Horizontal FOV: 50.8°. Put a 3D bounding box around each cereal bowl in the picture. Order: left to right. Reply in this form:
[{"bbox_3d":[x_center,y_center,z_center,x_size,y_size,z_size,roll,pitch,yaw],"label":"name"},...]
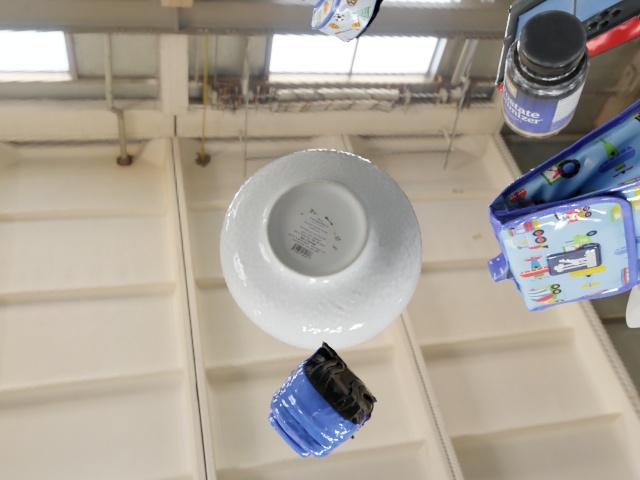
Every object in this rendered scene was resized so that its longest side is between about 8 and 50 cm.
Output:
[{"bbox_3d":[0.000,0.000,1.078,0.339,0.141,0.339,0,-107,2],"label":"cereal bowl"}]

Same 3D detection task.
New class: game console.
[{"bbox_3d":[0.515,-0.465,1.327,0.060,0.342,0.386,51,-140,-26],"label":"game console"}]

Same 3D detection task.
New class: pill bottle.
[{"bbox_3d":[0.352,-0.258,1.059,0.123,0.219,0.122,-3,-107,11],"label":"pill bottle"}]

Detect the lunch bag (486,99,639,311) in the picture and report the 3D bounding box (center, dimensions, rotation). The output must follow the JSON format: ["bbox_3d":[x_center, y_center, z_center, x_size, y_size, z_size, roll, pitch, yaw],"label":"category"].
[{"bbox_3d":[0.339,-0.028,0.820,0.293,0.221,0.138,-25,-129,12],"label":"lunch bag"}]

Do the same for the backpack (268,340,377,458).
[{"bbox_3d":[-0.001,0.182,0.724,0.098,0.120,0.101,41,-82,7],"label":"backpack"}]

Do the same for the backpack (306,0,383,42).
[{"bbox_3d":[0.066,-0.635,1.662,0.213,0.276,0.263,11,-93,-13],"label":"backpack"}]

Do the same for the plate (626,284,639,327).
[{"bbox_3d":[0.598,-0.006,1.045,0.045,0.278,0.277,30,-109,-11],"label":"plate"}]
